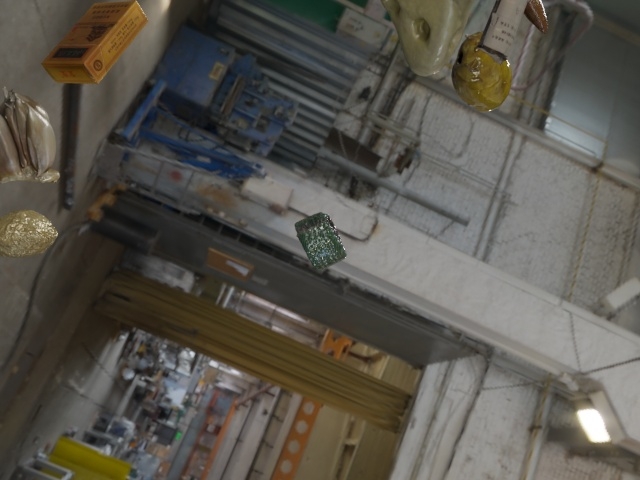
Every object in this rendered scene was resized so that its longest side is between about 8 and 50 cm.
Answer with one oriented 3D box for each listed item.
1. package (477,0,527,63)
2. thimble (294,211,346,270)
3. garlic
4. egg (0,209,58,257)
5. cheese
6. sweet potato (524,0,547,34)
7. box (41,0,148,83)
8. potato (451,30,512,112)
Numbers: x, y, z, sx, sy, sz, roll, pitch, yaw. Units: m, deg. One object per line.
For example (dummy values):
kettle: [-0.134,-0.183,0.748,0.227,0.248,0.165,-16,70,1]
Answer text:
package: [0.415,-0.488,1.368,0.251,0.062,0.203,-16,128,-64]
thimble: [0.001,0.001,1.544,0.090,0.135,0.118,-26,-152,5]
garlic: [-0.844,-0.278,1.731,0.210,0.237,0.291,-32,120,-39]
egg: [-0.679,-0.013,1.449,0.118,0.140,0.116,46,-34,42]
cheese: [0.198,-0.580,1.437,0.129,0.328,0.351,-42,163,-33]
sweet potato: [0.532,-0.659,1.673,0.057,0.264,0.057,-33,-166,9]
box: [-0.633,-0.561,1.795,0.274,0.174,0.076,-64,146,-28]
potato: [0.467,-0.484,1.839,0.173,0.140,0.300,-41,150,8]
